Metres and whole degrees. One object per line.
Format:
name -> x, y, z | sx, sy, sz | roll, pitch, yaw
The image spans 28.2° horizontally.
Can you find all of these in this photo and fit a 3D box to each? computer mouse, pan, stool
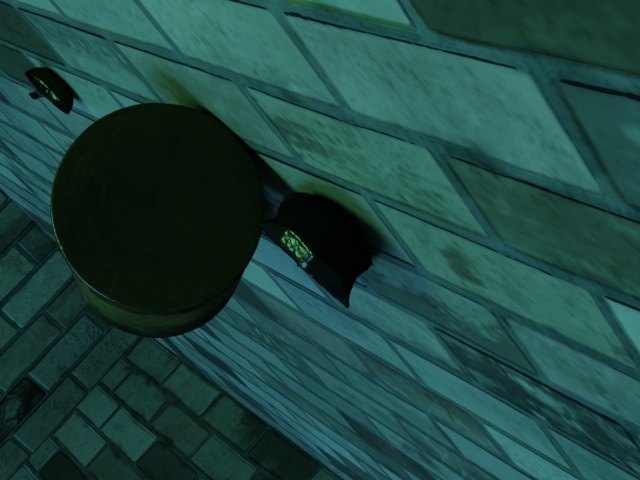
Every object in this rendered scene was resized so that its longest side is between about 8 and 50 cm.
computer mouse -> 0.000, 0.000, 1.039 | 0.099, 0.057, 0.172 | 41, 180, -3
pan -> -0.319, -0.178, 1.491 | 0.068, 0.023, 0.115 | 46, 165, -22
stool -> -0.150, -0.009, 1.182 | 0.179, 0.179, 0.264 | 42, 169, 0
